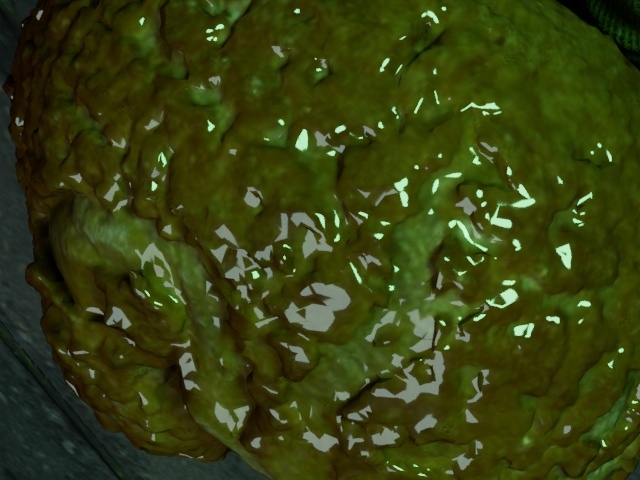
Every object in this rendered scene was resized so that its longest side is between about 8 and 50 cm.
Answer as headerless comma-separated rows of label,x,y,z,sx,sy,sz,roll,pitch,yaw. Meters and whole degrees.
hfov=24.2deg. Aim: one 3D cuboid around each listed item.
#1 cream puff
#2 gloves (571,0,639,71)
cream puff,0.000,0.000,0.584,0.303,0.212,0.303,35,162,13
gloves,0.126,-0.152,0.440,0.107,0.135,0.268,-4,146,-14
